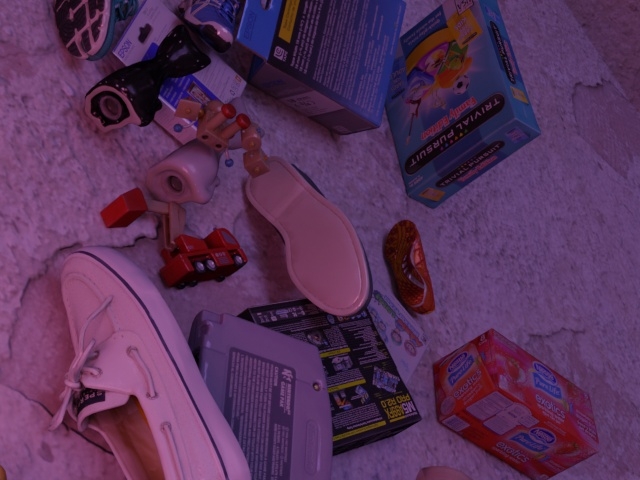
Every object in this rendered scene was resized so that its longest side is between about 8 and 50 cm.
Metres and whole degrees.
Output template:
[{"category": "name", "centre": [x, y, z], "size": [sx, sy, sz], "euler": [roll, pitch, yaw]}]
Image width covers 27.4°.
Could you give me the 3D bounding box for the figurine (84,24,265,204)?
[{"category": "figurine", "centre": [-0.187, -0.175, 1.819], "size": [0.215, 0.092, 0.209], "euler": [52, 45, -12]}]

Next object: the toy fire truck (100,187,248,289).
[{"category": "toy fire truck", "centre": [-0.190, -0.006, 1.746], "size": [0.192, 0.047, 0.135], "euler": [-10, 67, -57]}]

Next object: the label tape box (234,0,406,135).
[{"category": "label tape box", "centre": [-0.023, -0.351, 2.162], "size": [0.334, 0.106, 0.240], "euler": [26, 69, -39]}]

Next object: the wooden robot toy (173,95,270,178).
[{"category": "wooden robot toy", "centre": [-0.128, -0.162, 1.767], "size": [0.173, 0.076, 0.079], "euler": [34, 34, -33]}]

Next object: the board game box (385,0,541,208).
[{"category": "board game box", "centre": [0.240, -0.266, 2.383], "size": [0.079, 0.254, 0.336], "euler": [24, 42, -40]}]

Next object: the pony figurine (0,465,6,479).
[{"category": "pony figurine", "centre": [-0.263, 0.368, 1.115], "size": [0.351, 0.303, 0.363], "euler": [41, 17, -37]}]

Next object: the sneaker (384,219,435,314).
[{"category": "sneaker", "centre": [0.148, 0.045, 2.162], "size": [0.067, 0.064, 0.175], "euler": [47, 31, -53]}]

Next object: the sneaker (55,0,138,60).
[{"category": "sneaker", "centre": [-0.303, -0.354, 1.873], "size": [0.110, 0.107, 0.275], "euler": [35, 36, -34]}]

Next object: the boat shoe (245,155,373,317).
[{"category": "boat shoe", "centre": [0.000, 0.000, 1.891], "size": [0.099, 0.116, 0.319], "euler": [37, 12, -48]}]

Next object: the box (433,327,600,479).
[{"category": "box", "centre": [0.312, 0.266, 2.091], "size": [0.257, 0.128, 0.122], "euler": [33, 37, -30]}]

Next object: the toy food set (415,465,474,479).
[{"category": "toy food set", "centre": [0.220, 0.485, 1.812], "size": [0.306, 0.092, 0.219], "euler": [42, 45, -18]}]

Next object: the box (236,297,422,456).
[{"category": "box", "centre": [0.006, 0.186, 1.817], "size": [0.270, 0.060, 0.216], "euler": [-6, 66, -55]}]

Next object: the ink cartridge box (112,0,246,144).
[{"category": "ink cartridge box", "centre": [-0.214, -0.246, 1.946], "size": [0.208, 0.045, 0.206], "euler": [44, 32, -19]}]

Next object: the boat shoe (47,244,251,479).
[{"category": "boat shoe", "centre": [-0.230, 0.167, 1.451], "size": [0.156, 0.136, 0.367], "euler": [-13, 64, -41]}]

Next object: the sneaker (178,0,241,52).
[{"category": "sneaker", "centre": [-0.164, -0.350, 2.009], "size": [0.080, 0.081, 0.211], "euler": [44, 7, -29]}]

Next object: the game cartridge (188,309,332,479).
[{"category": "game cartridge", "centre": [-0.077, 0.241, 1.593], "size": [0.196, 0.060, 0.294], "euler": [20, 51, -22]}]

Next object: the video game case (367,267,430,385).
[{"category": "video game case", "centre": [0.099, 0.134, 2.033], "size": [0.157, 0.019, 0.143], "euler": [50, 31, -8]}]
